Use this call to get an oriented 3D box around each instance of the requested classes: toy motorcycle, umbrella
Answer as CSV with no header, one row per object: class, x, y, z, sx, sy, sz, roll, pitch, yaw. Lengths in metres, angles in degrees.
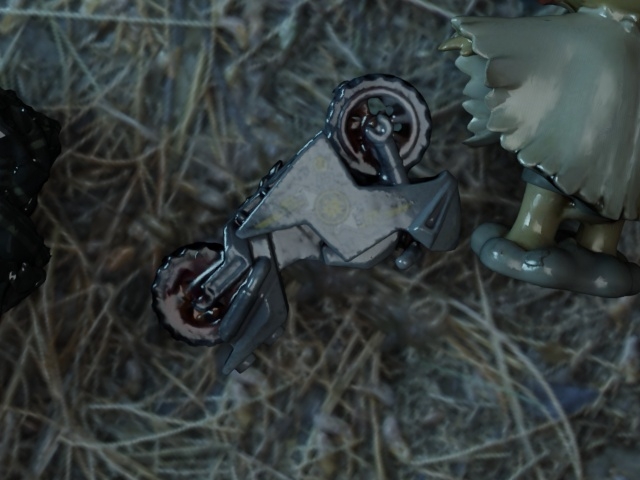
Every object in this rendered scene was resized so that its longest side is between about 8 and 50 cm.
toy motorcycle,0.000,0.000,0.943,0.215,0.080,0.122,-44,94,6
umbrella,-0.283,0.045,0.905,0.154,0.128,0.336,40,95,-9

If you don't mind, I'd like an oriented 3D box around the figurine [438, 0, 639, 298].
figurine,0.186,-0.162,0.895,0.207,0.166,0.386,11,98,-22
